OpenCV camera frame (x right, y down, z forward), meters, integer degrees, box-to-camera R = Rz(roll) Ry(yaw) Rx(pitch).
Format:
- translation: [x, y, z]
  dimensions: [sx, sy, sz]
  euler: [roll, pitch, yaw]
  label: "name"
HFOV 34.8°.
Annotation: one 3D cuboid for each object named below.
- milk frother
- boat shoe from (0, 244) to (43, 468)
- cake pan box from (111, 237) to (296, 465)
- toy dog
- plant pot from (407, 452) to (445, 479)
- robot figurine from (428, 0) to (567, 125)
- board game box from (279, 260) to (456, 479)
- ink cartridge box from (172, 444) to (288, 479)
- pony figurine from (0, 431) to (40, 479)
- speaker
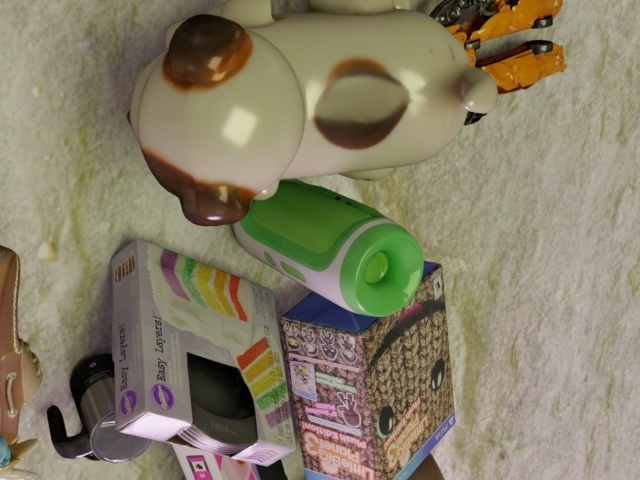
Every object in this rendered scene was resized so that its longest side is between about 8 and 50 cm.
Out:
- translation: [-0.272, 0.248, 1.332]
  dimensions: [0.129, 0.135, 0.143]
  euler: [-39, 124, -2]
  label: "milk frother"
- translation: [-0.401, 0.155, 1.228]
  dimensions: [0.116, 0.123, 0.324]
  euler: [1, 112, -44]
  label: "boat shoe"
- translation: [-0.154, 0.152, 1.326]
  dimensions: [0.245, 0.267, 0.070]
  euler: [23, 133, -37]
  label: "cake pan box"
- translation: [-0.037, -0.151, 1.214]
  dimensions: [0.408, 0.395, 0.285]
  euler: [-17, 125, -40]
  label: "toy dog"
- translation: [0.080, 0.468, 1.622]
  dimensions: [0.229, 0.263, 0.263]
  euler: [-14, 115, -14]
  label: "plant pot"
- translation: [0.260, -0.298, 1.563]
  dimensions: [0.291, 0.085, 0.211]
  euler: [-21, 117, -30]
  label: "robot figurine"
- translation: [0.079, 0.199, 1.528]
  dimensions: [0.232, 0.141, 0.291]
  euler: [-37, 127, -46]
  label: "board game box"
- translation: [-0.134, 0.282, 1.437]
  dimensions: [0.176, 0.069, 0.371]
  euler: [-66, 143, -55]
  label: "ink cartridge box"
- translation: [-0.529, 0.235, 1.071]
  dimensions: [0.363, 0.303, 0.351]
  euler: [-36, 120, 7]
  label: "pony figurine"
- translation: [0.000, 0.000, 1.341]
  dimensions: [0.131, 0.296, 0.131]
  euler: [-13, 114, -32]
  label: "speaker"
